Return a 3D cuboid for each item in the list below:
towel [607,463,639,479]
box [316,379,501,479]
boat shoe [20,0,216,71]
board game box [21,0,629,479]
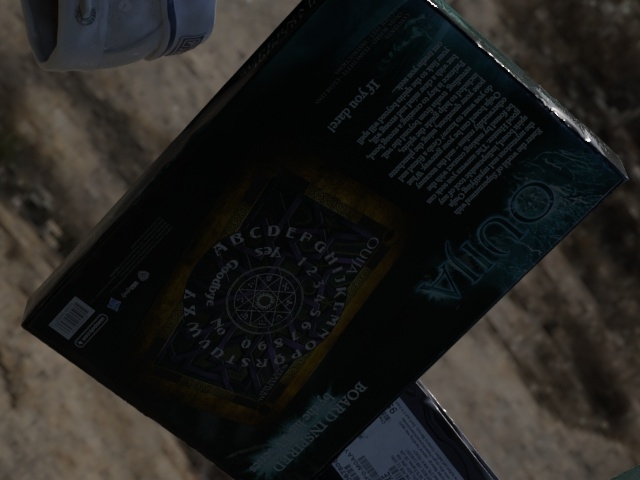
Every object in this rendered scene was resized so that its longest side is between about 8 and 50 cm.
[{"bbox_3d":[0.283,0.257,0.995,0.325,0.248,0.038,63,4,27],"label":"towel"},{"bbox_3d":[0.088,0.236,0.808,0.076,0.242,0.307,-30,67,-20],"label":"box"},{"bbox_3d":[-0.185,-0.273,1.005,0.156,0.136,0.367,-19,103,-26],"label":"boat shoe"},{"bbox_3d":[0.000,0.000,0.614,0.126,0.186,0.026,39,18,-18],"label":"board game box"}]
